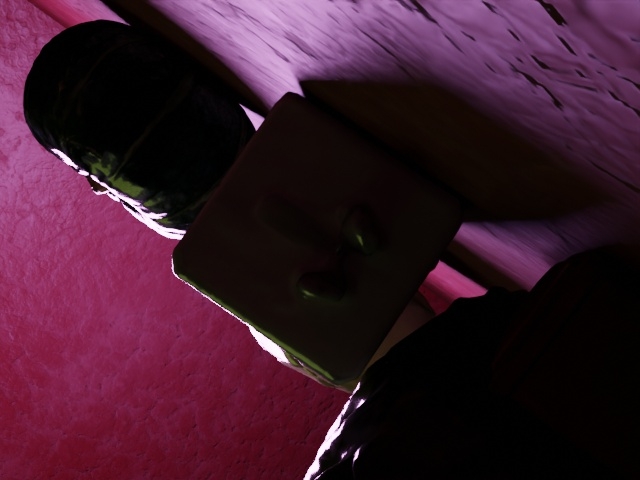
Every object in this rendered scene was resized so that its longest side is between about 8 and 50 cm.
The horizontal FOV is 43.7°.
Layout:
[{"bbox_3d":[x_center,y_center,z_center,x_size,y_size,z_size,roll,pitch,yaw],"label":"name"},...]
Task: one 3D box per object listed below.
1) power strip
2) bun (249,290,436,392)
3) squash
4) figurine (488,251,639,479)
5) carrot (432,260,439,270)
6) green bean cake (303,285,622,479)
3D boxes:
[{"bbox_3d":[0.000,0.000,0.526,0.140,0.139,0.224,35,-179,5],"label":"power strip"},{"bbox_3d":[-0.002,0.060,1.032,0.364,0.202,0.364,47,-176,-5],"label":"bun"},{"bbox_3d":[-0.183,-0.114,0.832,0.252,0.165,0.252,34,178,1],"label":"squash"},{"bbox_3d":[0.167,0.073,0.398,0.154,0.082,0.098,34,-167,5],"label":"figurine"},{"bbox_3d":[0.101,-0.001,1.021,0.037,0.037,0.190,35,-176,-23],"label":"carrot"},{"bbox_3d":[0.143,0.200,0.440,0.335,0.218,0.319,28,-159,4],"label":"green bean cake"}]
